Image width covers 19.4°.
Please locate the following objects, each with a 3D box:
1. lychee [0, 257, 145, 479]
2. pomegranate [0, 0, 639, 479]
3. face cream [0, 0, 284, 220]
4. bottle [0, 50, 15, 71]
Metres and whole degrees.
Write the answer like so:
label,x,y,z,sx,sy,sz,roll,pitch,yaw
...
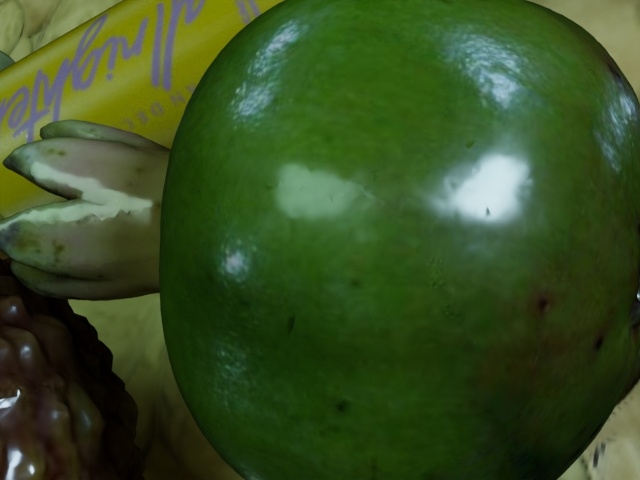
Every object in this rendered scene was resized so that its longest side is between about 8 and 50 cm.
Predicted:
label,x,y,z,sx,sy,sz,roll,pitch,yaw
lychee,-0.194,0.125,0.697,0.271,0.271,0.271,-18,57,30
pomegranate,0.001,-0.001,0.623,0.225,0.187,0.187,6,69,17
face cream,-0.092,-0.052,0.791,0.273,0.078,0.078,-25,54,26
bottle,-0.183,-0.047,0.896,0.047,0.063,0.101,16,78,12
